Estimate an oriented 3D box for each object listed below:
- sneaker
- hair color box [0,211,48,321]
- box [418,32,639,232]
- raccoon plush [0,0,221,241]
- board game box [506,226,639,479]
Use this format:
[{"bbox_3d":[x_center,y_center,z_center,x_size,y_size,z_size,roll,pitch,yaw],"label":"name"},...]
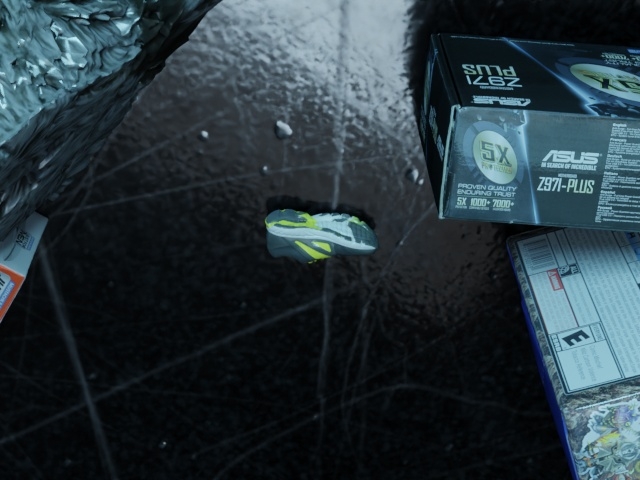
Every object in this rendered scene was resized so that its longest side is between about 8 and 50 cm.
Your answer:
[{"bbox_3d":[0.000,0.000,0.993,0.083,0.031,0.035,11,129,-2],"label":"sneaker"},{"bbox_3d":[-0.278,-0.016,0.941,0.167,0.093,0.053,28,113,-13],"label":"hair color box"},{"bbox_3d":[0.161,-0.071,0.894,0.180,0.147,0.077,4,116,-3],"label":"box"},{"bbox_3d":[-0.232,-0.182,0.844,0.299,0.216,0.446,45,68,2],"label":"raccoon plush"},{"bbox_3d":[0.294,0.069,0.918,0.291,0.232,0.141,-15,116,7],"label":"board game box"}]
